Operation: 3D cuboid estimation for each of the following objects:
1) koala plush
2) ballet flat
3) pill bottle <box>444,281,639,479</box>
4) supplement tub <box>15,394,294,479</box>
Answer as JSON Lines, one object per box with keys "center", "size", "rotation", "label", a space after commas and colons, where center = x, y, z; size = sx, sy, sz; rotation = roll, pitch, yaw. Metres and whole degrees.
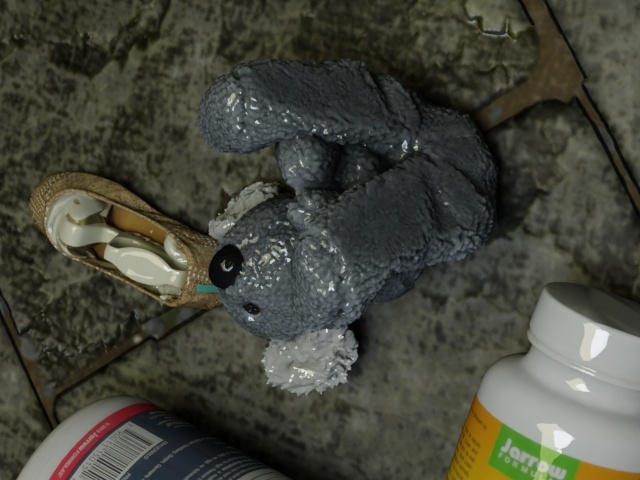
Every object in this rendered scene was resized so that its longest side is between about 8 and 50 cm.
{"center": [0.000, 0.000, 1.397], "size": [0.221, 0.203, 0.196], "rotation": [-51, 59, 44], "label": "koala plush"}
{"center": [-0.158, -0.003, 1.525], "size": [0.206, 0.067, 0.073], "rotation": [20, 104, 27], "label": "ballet flat"}
{"center": [0.156, 0.159, 1.318], "size": [0.136, 0.136, 0.245], "rotation": [25, 105, 26], "label": "pill bottle"}
{"center": [-0.084, 0.247, 1.429], "size": [0.272, 0.191, 0.191], "rotation": [26, 106, 26], "label": "supplement tub"}
